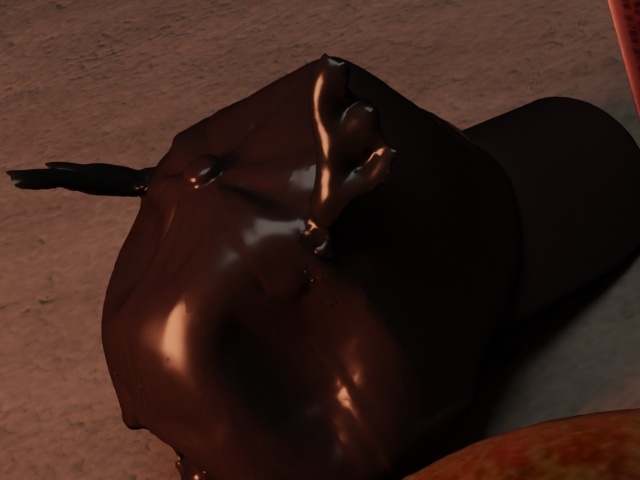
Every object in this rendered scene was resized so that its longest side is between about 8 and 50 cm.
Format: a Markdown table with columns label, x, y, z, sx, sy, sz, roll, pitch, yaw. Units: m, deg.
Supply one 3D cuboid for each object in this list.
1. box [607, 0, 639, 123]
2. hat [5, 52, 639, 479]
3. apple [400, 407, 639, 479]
| label | x | y | z | sx | sy | sz | roll | pitch | yaw |
| --- | --- | --- | --- | --- | --- | --- | --- | --- | --- |
| box | 0.195 | -0.106 | 0.987 | 0.069 | 0.224 | 0.120 | 3 | 40 | 31 |
| hat | 0.006 | -0.032 | 1.022 | 0.336 | 0.209 | 0.238 | -41 | 32 | -27 |
| apple | 0.107 | 0.215 | 0.522 | 0.348 | 0.277 | 0.348 | -18 | 29 | 10 |
